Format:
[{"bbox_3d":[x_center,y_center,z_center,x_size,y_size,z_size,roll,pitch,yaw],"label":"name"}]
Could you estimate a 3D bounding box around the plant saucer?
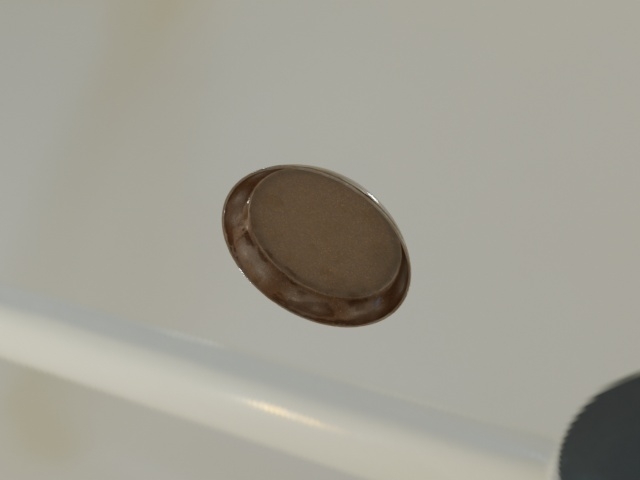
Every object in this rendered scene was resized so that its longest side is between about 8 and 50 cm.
[{"bbox_3d":[0.000,0.000,1.255,0.168,0.168,0.029,-1,-143,30],"label":"plant saucer"}]
